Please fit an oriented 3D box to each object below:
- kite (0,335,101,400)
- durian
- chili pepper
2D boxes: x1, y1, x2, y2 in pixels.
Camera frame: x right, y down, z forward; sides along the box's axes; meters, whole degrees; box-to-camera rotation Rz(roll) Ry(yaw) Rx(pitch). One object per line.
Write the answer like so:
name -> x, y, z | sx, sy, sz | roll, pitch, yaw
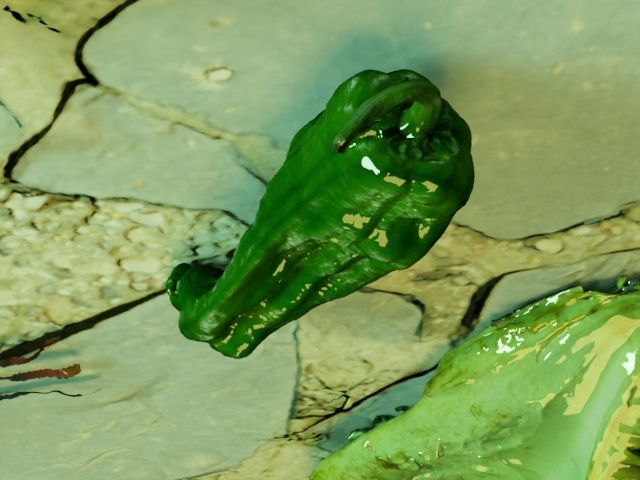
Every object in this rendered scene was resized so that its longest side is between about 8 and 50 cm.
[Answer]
kite -> -0.264, 0.096, 0.738 | 0.245, 0.015, 0.141 | -9, 150, 7
durian -> 0.142, 0.141, 0.833 | 0.198, 0.163, 0.394 | 39, 134, 2
chili pepper -> -0.004, -0.005, 0.566 | 0.100, 0.074, 0.257 | 11, 145, -26
